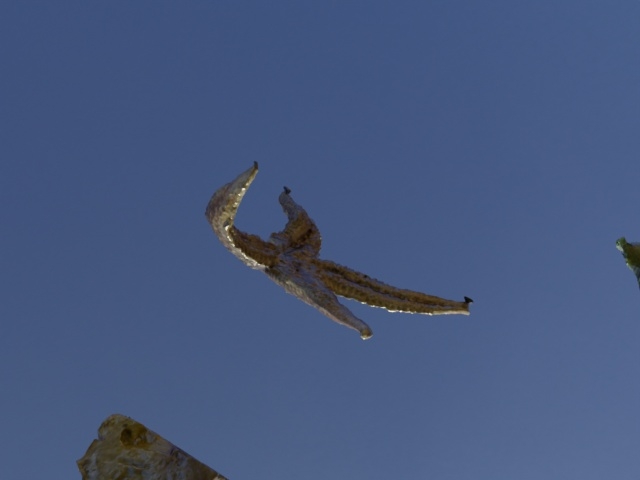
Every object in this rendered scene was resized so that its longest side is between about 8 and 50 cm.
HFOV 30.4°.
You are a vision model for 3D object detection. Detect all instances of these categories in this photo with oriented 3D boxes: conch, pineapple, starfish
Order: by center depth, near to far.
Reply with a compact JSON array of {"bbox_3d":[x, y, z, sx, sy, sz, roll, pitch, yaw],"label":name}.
[{"bbox_3d":[-0.169,0.274,1.173,0.114,0.186,0.236,45,-146,-58],"label":"pineapple"},{"bbox_3d":[-0.007,0.010,1.570,0.132,0.384,0.398,-63,-28,1],"label":"starfish"},{"bbox_3d":[0.473,0.042,1.714,0.121,0.089,0.074,43,-97,1],"label":"conch"}]
